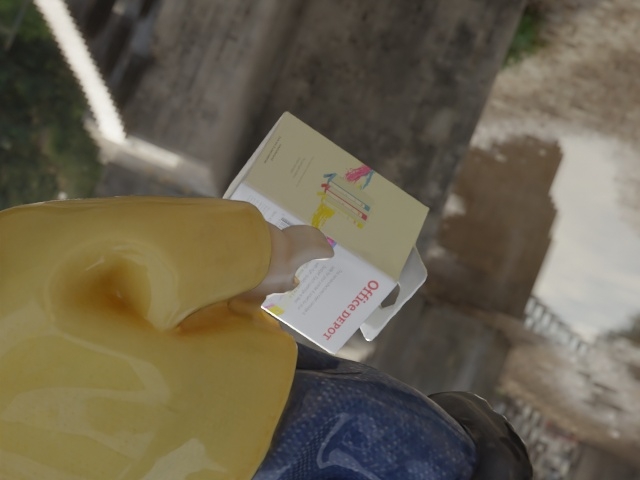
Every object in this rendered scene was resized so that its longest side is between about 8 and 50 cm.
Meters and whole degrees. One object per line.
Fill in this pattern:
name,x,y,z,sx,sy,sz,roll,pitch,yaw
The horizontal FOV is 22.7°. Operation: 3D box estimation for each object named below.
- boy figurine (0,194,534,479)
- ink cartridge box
boy figurine,-0.075,0.059,0.514,0.285,0.177,0.092,24,-166,-24
ink cartridge box,0.000,0.000,1.109,0.143,0.090,0.092,34,132,-7
